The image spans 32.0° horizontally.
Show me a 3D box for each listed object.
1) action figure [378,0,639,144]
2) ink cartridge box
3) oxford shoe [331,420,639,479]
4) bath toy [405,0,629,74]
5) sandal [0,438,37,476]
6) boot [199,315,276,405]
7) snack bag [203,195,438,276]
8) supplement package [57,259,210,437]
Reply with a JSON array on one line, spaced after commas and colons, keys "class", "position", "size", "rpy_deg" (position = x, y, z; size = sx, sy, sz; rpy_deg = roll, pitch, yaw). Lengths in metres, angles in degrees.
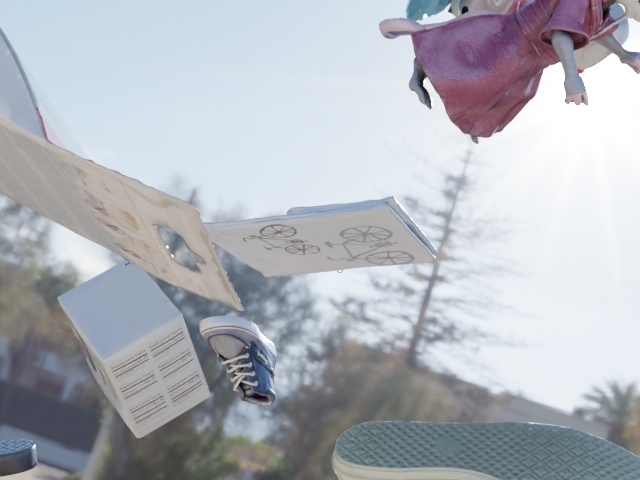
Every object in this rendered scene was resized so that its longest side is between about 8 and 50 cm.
[{"class": "action figure", "position": [0.319, -0.305, 1.619], "size": [0.275, 0.370, 0.248], "rpy_deg": [56, 24, 6]}, {"class": "ink cartridge box", "position": [-0.238, -0.088, 1.032], "size": [0.385, 0.091, 0.308], "rpy_deg": [25, -16, 12]}, {"class": "oxford shoe", "position": [0.238, 0.339, 1.533], "size": [0.449, 0.130, 0.169], "rpy_deg": [1, 26, 15]}, {"class": "bath toy", "position": [0.319, -0.357, 1.784], "size": [0.348, 0.151, 0.129], "rpy_deg": [13, -46, -11]}, {"class": "sandal", "position": [-0.456, 0.275, 1.279], "size": [0.255, 0.054, 0.097], "rpy_deg": [-4, 6, -6]}, {"class": "boot", "position": [-0.107, 0.168, 1.544], "size": [0.069, 0.086, 0.190], "rpy_deg": [-15, -26, 19]}, {"class": "snack bag", "position": [0.000, 0.000, 1.881], "size": [0.343, 0.037, 0.323], "rpy_deg": [-6, -17, 19]}, {"class": "supplement package", "position": [-0.314, 0.180, 1.883], "size": [0.194, 0.149, 0.203], "rpy_deg": [42, -26, 43]}]
